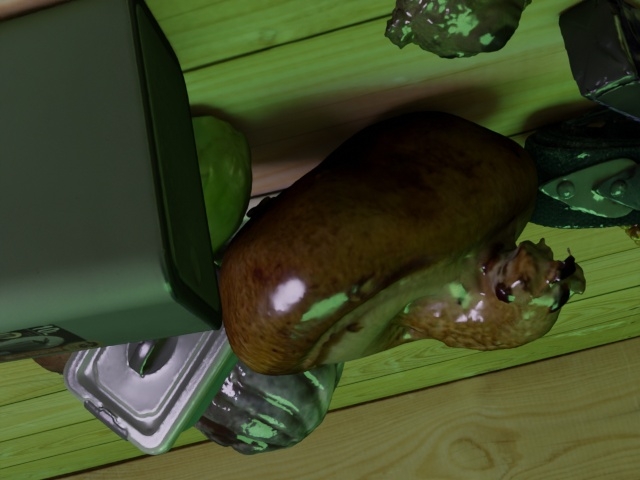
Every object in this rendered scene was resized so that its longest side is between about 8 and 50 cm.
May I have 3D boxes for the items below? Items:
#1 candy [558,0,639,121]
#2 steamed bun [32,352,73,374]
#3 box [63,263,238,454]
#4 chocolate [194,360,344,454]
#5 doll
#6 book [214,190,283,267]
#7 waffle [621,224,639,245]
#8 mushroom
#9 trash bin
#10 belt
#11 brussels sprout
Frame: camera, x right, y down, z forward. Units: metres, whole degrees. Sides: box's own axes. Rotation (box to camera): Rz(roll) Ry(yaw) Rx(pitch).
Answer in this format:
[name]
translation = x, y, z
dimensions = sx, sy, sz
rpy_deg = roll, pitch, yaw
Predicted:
[candy]
translation = 0.325, -0.147, 1.043
dimensions = 0.061, 0.088, 0.312
rpy_deg = -23, 161, 36
[steamed bun]
translation = -0.289, 0.117, 1.438
dimensions = 0.175, 0.106, 0.145
rpy_deg = -2, 161, -40
[box]
translation = -0.174, 0.116, 1.300
dimensions = 0.227, 0.162, 0.130
rpy_deg = -58, 164, 9
[chocolate]
translation = -0.098, 0.204, 1.642
dimensions = 0.303, 0.213, 0.303
rpy_deg = -9, 171, -2
[doll]
translation = 0.132, -0.212, 0.711
dimensions = 0.202, 0.091, 0.286
rpy_deg = -13, 158, -45
[book]
translation = 0.000, 0.000, 1.393
dimensions = 0.264, 0.031, 0.379
rpy_deg = -12, 164, 6
[waffle]
translation = 0.465, -0.056, 1.334
dimensions = 0.228, 0.051, 0.232
rpy_deg = -22, -161, 12
[mushroom]
translation = 0.066, 0.037, 1.087
dimensions = 0.345, 0.260, 0.345
rpy_deg = -31, 165, -9
[trash bin]
translation = -0.261, -0.017, 0.803
dimensions = 0.343, 0.223, 0.158
rpy_deg = -13, 164, 6
[belt]
translation = 0.317, -0.084, 1.210
dimensions = 0.218, 0.129, 0.122
rpy_deg = -6, -160, -17
[brussels sprout]
translation = -0.127, -0.035, 1.014
dimensions = 0.151, 0.122, 0.149
rpy_deg = -3, 164, -27
